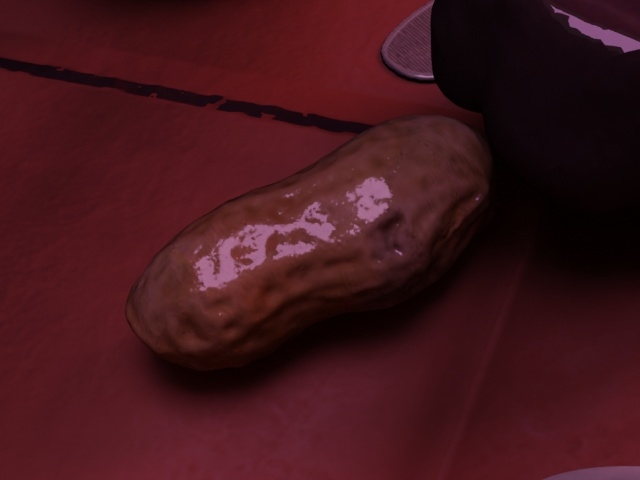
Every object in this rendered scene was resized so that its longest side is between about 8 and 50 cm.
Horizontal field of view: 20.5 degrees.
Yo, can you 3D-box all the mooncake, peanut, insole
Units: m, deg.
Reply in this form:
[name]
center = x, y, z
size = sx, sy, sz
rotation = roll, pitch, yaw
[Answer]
[mooncake]
center = 0.182, -0.108, 0.922
size = 0.245, 0.133, 0.245
rotation = 11, 37, -9
[peanut]
center = 0.000, 0.000, 0.911
size = 0.214, 0.099, 0.099
rotation = -20, 48, -9
[insole]
center = 0.140, -0.154, 1.088
size = 0.232, 0.003, 0.080
rotation = -29, 50, -17

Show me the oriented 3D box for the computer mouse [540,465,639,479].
[computer mouse]
center = 0.127, 0.212, 0.697
size = 0.159, 0.097, 0.288
rotation = 2, 48, 8
